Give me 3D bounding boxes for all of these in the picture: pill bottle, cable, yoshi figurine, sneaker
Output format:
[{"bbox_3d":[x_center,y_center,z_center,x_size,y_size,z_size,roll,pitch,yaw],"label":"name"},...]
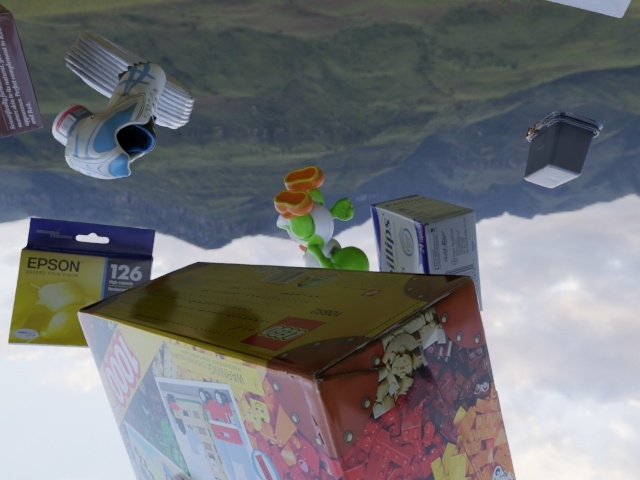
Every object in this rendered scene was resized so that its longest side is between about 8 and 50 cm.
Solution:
[{"bbox_3d":[-0.558,-0.246,1.494,0.180,0.108,0.108,36,-155,8],"label":"pill bottle"},{"bbox_3d":[-0.369,-0.315,1.199,0.257,0.089,0.257,28,-171,-37],"label":"cable"},{"bbox_3d":[0.027,-0.006,1.570,0.203,0.362,0.203,-30,-142,-8],"label":"yoshi figurine"},{"bbox_3d":[-0.242,-0.155,0.781,0.086,0.085,0.237,18,-139,-5],"label":"sneaker"}]

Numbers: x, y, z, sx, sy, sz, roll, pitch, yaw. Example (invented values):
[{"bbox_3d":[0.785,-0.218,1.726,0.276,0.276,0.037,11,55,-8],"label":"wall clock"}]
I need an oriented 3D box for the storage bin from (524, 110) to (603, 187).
[{"bbox_3d":[0.391,-0.148,1.013,0.098,0.091,0.135,18,172,-2],"label":"storage bin"}]

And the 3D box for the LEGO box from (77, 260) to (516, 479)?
[{"bbox_3d":[-0.046,0.232,0.673,0.193,0.373,0.500,-23,-166,-37],"label":"LEGO box"}]

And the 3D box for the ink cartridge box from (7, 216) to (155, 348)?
[{"bbox_3d":[-0.567,0.105,1.463,0.303,0.307,0.072,5,173,-15],"label":"ink cartridge box"}]

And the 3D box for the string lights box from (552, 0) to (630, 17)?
[{"bbox_3d":[0.333,-0.390,0.809,0.133,0.077,0.260,16,-141,3],"label":"string lights box"}]

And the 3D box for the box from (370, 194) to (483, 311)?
[{"bbox_3d":[0.128,0.018,0.743,0.072,0.126,0.137,-14,-164,-18],"label":"box"}]

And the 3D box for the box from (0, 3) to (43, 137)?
[{"bbox_3d":[-0.610,-0.325,1.011,0.143,0.191,0.381,-22,-137,-29],"label":"box"}]
